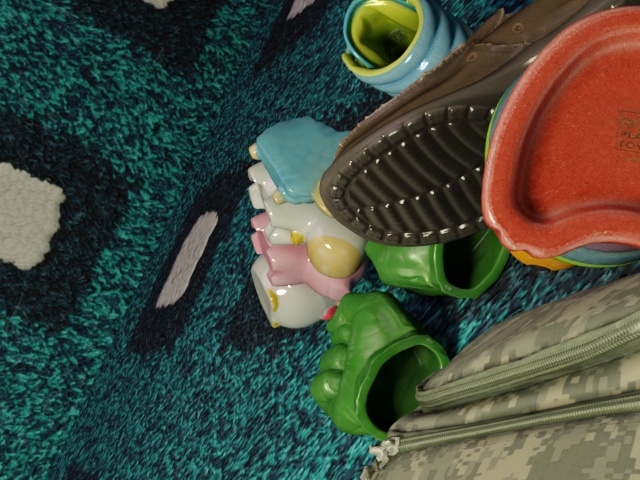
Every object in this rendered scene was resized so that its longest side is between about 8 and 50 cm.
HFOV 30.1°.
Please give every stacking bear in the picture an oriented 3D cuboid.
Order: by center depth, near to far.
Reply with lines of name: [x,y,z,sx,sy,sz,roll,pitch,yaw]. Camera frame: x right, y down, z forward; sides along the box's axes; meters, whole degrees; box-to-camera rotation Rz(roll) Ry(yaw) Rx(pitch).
stacking bear: [0.187,-0.048,0.840,0.289,0.176,0.164,98,-179,-84]

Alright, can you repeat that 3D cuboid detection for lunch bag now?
lunch bag: [0.172,0.124,0.616,0.256,0.212,0.305,-53,11,-30]

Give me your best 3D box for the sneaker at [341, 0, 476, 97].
sneaker: [0.102,-0.197,1.272,0.127,0.208,0.319,-64,17,0]

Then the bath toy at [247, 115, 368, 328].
bath toy: [0.000,0.000,1.304,0.348,0.129,0.151,99,148,-64]

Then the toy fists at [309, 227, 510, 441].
toy fists: [0.081,0.056,1.141,0.279,0.096,0.142,-64,16,-1]

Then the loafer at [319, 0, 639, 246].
loafer: [0.163,-0.121,1.023,0.366,0.134,0.130,-30,30,17]
